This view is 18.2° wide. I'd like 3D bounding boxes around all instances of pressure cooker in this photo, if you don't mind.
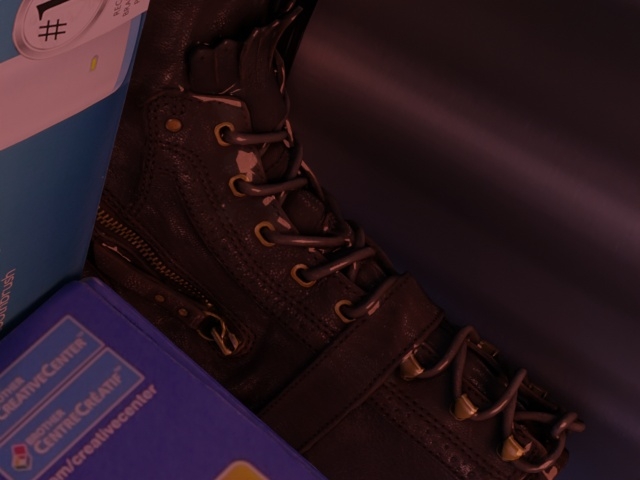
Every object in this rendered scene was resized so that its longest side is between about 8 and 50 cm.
[{"bbox_3d":[0.219,0.010,0.814,0.370,0.420,0.376,-5,117,-40],"label":"pressure cooker"}]

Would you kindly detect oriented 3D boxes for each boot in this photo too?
[{"bbox_3d":[0.000,0.000,0.693,0.263,0.229,0.091,-51,178,41],"label":"boot"}]

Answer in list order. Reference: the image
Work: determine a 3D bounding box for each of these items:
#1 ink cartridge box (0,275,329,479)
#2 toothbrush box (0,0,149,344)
[{"bbox_3d":[-0.115,0.196,0.671,0.270,0.151,0.395,-44,158,-22],"label":"ink cartridge box"},{"bbox_3d":[-0.204,-0.003,0.539,0.295,0.126,0.216,-28,153,-37],"label":"toothbrush box"}]
